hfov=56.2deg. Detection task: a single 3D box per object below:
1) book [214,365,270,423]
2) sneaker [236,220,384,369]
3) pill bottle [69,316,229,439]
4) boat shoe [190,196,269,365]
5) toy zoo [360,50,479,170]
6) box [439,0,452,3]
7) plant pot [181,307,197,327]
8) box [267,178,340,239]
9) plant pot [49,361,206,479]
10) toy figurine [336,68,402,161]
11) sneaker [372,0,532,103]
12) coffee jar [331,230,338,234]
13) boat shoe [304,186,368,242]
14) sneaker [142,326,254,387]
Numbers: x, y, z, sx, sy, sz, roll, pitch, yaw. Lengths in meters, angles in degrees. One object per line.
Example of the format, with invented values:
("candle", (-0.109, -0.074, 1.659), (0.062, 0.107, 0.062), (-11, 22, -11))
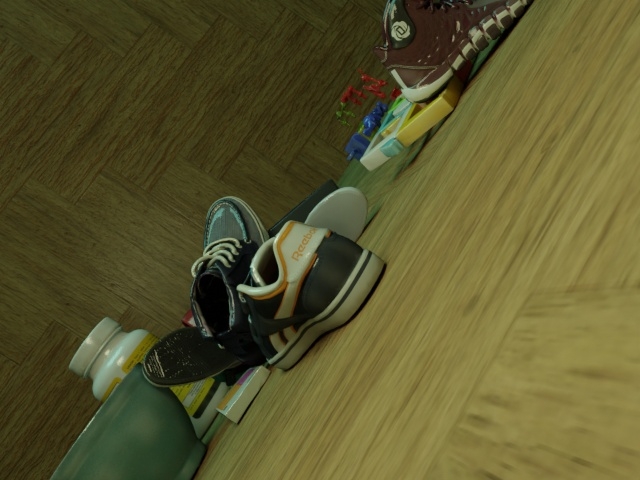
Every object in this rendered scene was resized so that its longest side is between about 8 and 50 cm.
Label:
("book", (-0.132, 0.256, 1.013), (0.096, 0.035, 0.144), (-54, 4, -18))
("sneaker", (-0.038, 0.067, 0.769), (0.126, 0.127, 0.321), (-60, 4, -33))
("pill bottle", (-0.394, 0.326, 1.386), (0.188, 0.334, 0.188), (-55, 4, 6))
("boat shoe", (-0.162, 0.041, 1.055), (0.127, 0.340, 0.158), (-26, -29, 11))
("toy zoo", (0.170, -0.228, 1.040), (0.192, 0.030, 0.293), (-35, 18, 41))
("box", (0.351, -0.577, 1.427), (0.180, 0.077, 0.147), (-45, 23, 57))
("plant pot", (-0.232, 0.200, 1.536), (0.174, 0.191, 0.191), (-52, 2, -21))
("box", (-0.055, -0.001, 1.253), (0.261, 0.103, 0.184), (-41, 5, -5))
("plant pot", (-0.332, 0.397, 1.076), (0.293, 0.196, 0.293), (-55, 3, 5))
("toy figurine", (0.112, -0.338, 1.891), (0.217, 0.191, 0.362), (-62, 5, -18))
("sneaker", (0.195, -0.357, 0.907), (0.281, 0.162, 0.106), (-44, 13, 12))
("coffee jar", (-0.030, 0.063, 0.934), (0.096, 0.079, 0.184), (-28, -17, -45))
("boat shoe", (0.000, 0.000, 1.056), (0.258, 0.095, 0.084), (-52, 9, 29))
("sneaker", (-0.217, 0.226, 1.169), (0.295, 0.124, 0.178), (-19, -26, -36))
